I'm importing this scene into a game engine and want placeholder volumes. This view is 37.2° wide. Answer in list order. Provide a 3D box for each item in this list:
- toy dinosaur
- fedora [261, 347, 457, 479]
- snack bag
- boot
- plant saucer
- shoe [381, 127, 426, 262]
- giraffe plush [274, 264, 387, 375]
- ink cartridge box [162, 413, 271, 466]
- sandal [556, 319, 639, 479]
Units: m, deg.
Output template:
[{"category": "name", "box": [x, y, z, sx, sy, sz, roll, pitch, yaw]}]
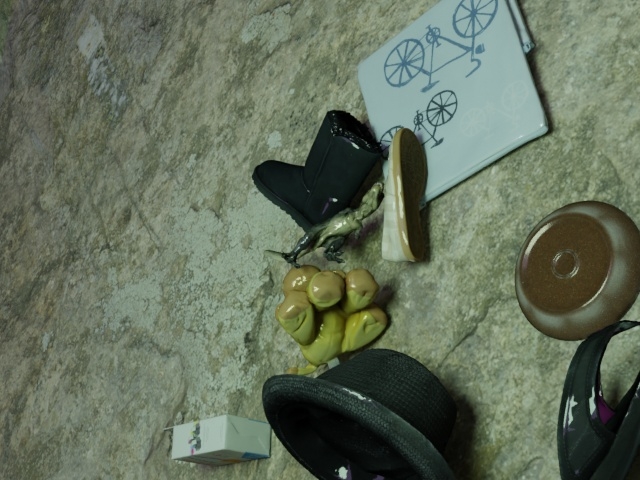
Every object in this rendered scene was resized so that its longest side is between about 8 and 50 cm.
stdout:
[{"category": "toy dinosaur", "box": [0.000, 0.000, 1.540, 0.268, 0.064, 0.118, -28, 18, 28]}, {"category": "fedora", "box": [0.080, 0.255, 1.351, 0.334, 0.334, 0.152, 4, 43, 47]}, {"category": "snack bag", "box": [0.210, -0.238, 1.542, 0.323, 0.037, 0.343, -33, 55, 34]}, {"category": "boot", "box": [-0.005, -0.137, 1.652, 0.246, 0.094, 0.207, 44, 121, 40]}, {"category": "plant saucer", "box": [0.339, 0.036, 1.289, 0.198, 0.036, 0.199, -20, 61, 40]}, {"category": "shoe", "box": [0.123, -0.071, 1.493, 0.058, 0.076, 0.219, -12, 71, 38]}, {"category": "giraffe plush", "box": [-0.001, 0.107, 1.550, 0.170, 0.181, 0.210, -119, 27, -53]}, {"category": "ink cartridge box", "box": [-0.184, 0.351, 1.652, 0.181, 0.104, 0.062, -20, 59, 41]}, {"category": "sandal", "box": [0.314, 0.225, 1.119, 0.107, 0.167, 0.446, 26, 94, 15]}]
